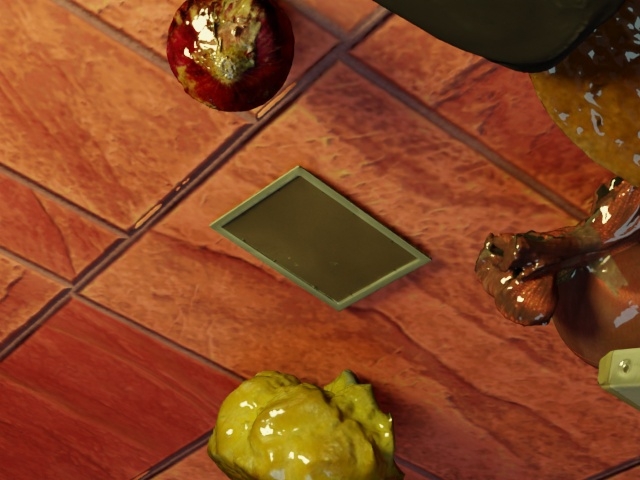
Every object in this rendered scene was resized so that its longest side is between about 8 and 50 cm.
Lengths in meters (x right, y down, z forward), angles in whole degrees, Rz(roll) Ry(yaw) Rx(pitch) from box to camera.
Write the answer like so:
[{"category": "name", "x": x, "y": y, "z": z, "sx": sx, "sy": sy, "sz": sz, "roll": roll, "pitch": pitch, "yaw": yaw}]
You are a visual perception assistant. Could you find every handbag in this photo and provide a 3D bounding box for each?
[{"category": "handbag", "x": 0.042, "y": -0.230, "z": 0.807, "sx": 0.332, "sy": 0.075, "sz": 0.191, "roll": 31, "pitch": 165, "yaw": -5}]

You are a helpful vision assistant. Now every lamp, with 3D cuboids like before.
[{"category": "lamp", "x": 0.261, "y": 0.038, "z": 1.096, "sx": 0.215, "sy": 0.151, "sz": 0.223, "roll": -34, "pitch": 107, "yaw": -8}]

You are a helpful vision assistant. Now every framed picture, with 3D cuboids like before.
[{"category": "framed picture", "x": 0.000, "y": 0.000, "z": 1.212, "sx": 0.183, "sy": 0.011, "sz": 0.142, "roll": 34, "pitch": 135, "yaw": -27}]

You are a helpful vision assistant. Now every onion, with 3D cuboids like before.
[{"category": "onion", "x": -0.071, "y": -0.158, "z": 0.973, "sx": 0.107, "sy": 0.097, "sz": 0.107, "roll": 4, "pitch": 103, "yaw": 17}]

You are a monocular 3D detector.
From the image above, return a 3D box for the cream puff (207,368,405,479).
[{"category": "cream puff", "x": 0.011, "y": 0.243, "z": 1.369, "sx": 0.282, "sy": 0.185, "sz": 0.282, "roll": 31, "pitch": 160, "yaw": 12}]

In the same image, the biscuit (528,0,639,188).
[{"category": "biscuit", "x": 0.327, "y": -0.144, "z": 0.849, "sx": 0.367, "sy": 0.063, "sz": 0.314, "roll": 29, "pitch": 131, "yaw": 12}]

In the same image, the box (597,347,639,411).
[{"category": "box", "x": 0.396, "y": 0.152, "z": 1.026, "sx": 0.270, "sy": 0.045, "sz": 0.211, "roll": 30, "pitch": 154, "yaw": -31}]
